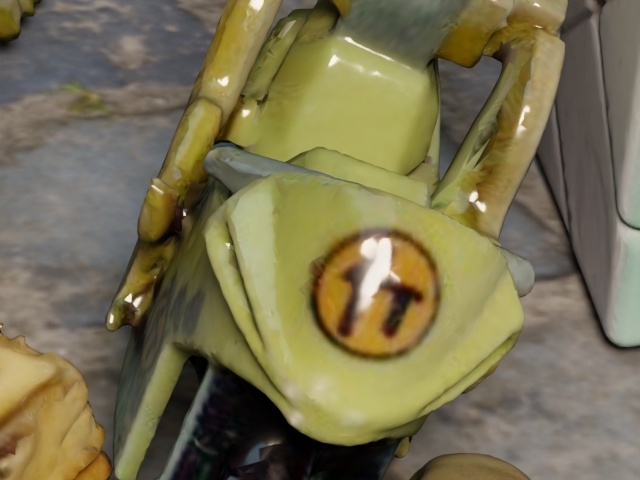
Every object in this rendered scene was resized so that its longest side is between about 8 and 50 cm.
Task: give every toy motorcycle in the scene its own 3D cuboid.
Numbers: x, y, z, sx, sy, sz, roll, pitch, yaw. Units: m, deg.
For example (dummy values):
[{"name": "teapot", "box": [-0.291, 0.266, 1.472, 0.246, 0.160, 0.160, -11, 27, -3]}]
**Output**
[{"name": "toy motorcycle", "box": [0.000, 0.000, 0.875, 0.169, 0.237, 0.410, 22, 38, -11]}]

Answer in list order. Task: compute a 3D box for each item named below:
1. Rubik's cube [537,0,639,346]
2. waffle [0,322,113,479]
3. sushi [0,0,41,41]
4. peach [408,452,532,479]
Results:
[{"name": "Rubik's cube", "box": [0.270, -0.172, 1.006, 0.316, 0.321, 0.318, -7, 42, -6]}, {"name": "waffle", "box": [-0.298, 0.147, 0.810, 0.261, 0.114, 0.376, 25, 49, 24]}, {"name": "sushi", "box": [-0.248, -0.341, 1.140, 0.240, 0.396, 0.351, 8, 38, 13]}, {"name": "peach", "box": [0.064, 0.131, 0.854, 0.083, 0.083, 0.083, 0, 43, 0]}]
